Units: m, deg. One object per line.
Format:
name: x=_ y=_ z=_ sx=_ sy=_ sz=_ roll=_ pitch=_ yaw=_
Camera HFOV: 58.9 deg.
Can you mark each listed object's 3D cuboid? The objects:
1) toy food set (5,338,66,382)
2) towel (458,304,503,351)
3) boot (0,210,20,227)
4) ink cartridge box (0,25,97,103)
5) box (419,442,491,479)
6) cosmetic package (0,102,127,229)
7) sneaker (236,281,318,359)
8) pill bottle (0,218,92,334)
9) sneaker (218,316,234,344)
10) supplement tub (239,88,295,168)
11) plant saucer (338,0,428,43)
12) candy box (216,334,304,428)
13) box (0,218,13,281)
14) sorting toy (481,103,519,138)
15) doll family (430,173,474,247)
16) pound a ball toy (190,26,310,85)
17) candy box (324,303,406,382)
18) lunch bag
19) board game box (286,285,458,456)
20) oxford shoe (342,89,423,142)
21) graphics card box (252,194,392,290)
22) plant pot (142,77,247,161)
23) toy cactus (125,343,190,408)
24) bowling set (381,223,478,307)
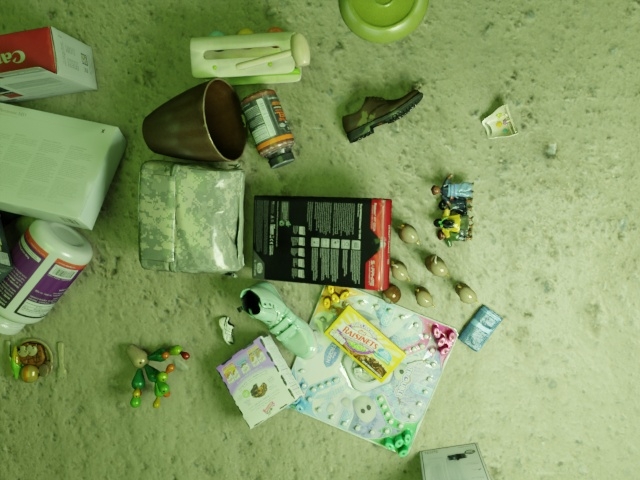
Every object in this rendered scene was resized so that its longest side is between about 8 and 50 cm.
toy food set: x=-0.855 y=0.357 z=1.682 sx=0.192 sy=0.038 sz=0.132 roll=-1 pitch=94 yaw=6
towel: x=0.431 y=0.238 z=1.532 sx=0.067 sy=0.029 sz=0.119 roll=36 pitch=97 yaw=4
boot: x=-0.924 y=-0.159 z=1.632 sx=0.178 sy=0.085 sz=0.236 roll=-23 pitch=98 yaw=5
ink cartridge box: x=-0.807 y=-0.463 z=1.501 sx=0.309 sy=0.272 sz=0.130 roll=-7 pitch=93 yaw=6
box: x=0.347 y=0.626 z=1.439 sx=0.169 sy=0.290 sz=0.087 roll=-12 pitch=92 yaw=6
cosmetic package: x=-0.763 y=-0.207 z=1.549 sx=0.377 sy=0.097 sz=0.284 roll=13 pitch=71 yaw=5
sneaker: x=-0.120 y=0.224 z=1.510 sx=0.094 sy=0.151 sz=0.256 roll=-45 pitch=76 yaw=16
pill bottle: x=-0.803 y=0.104 z=1.587 sx=0.181 sy=0.181 sz=0.323 roll=42 pitch=97 yaw=2
sneaker: x=-0.259 y=0.256 z=1.611 sx=0.037 sy=0.032 sz=0.083 roll=-20 pitch=92 yaw=8
supplement tub: x=-0.135 y=-0.296 z=1.521 sx=0.106 sy=0.106 sz=0.198 roll=-21 pitch=92 yaw=7
plant saucer: x=0.166 y=-0.646 z=1.496 sx=0.241 sy=0.037 sz=0.241 roll=1 pitch=94 yaw=7
candy box: x=-0.166 y=0.387 z=1.561 sx=0.165 sy=0.070 sz=0.196 roll=-36 pitch=76 yaw=14
box: x=-0.932 y=0.046 z=1.539 sx=0.183 sy=0.059 sz=0.233 roll=-43 pitch=56 yaw=12
sorting toy: x=0.467 y=-0.303 z=1.486 sx=0.075 sy=0.045 sz=0.083 roll=-21 pitch=92 yaw=15
doll family: x=0.348 y=-0.078 z=1.501 sx=0.111 sy=0.076 sz=0.193 roll=1 pitch=89 yaw=11
pound a ball toy: x=-0.175 y=-0.489 z=1.460 sx=0.319 sy=0.208 sz=0.136 roll=-2 pitch=94 yaw=7
candy box: x=0.120 y=0.276 z=1.521 sx=0.206 sy=0.027 sz=0.105 roll=40 pitch=94 yaw=2
lunch bag: x=-0.327 y=-0.057 z=1.505 sx=0.256 sy=0.212 sz=0.305 roll=4 pitch=95 yaw=7
board game box: x=0.129 y=0.355 z=1.565 sx=0.390 sy=0.050 sz=0.390 roll=22 pitch=96 yaw=5
oxford shoe: x=0.160 y=-0.350 z=1.496 sx=0.227 sy=0.083 sz=0.096 roll=-25 pitch=87 yaw=7
graphics card box: x=0.000 y=0.000 z=1.483 sx=0.371 sy=0.094 sz=0.233 roll=3 pitch=95 yaw=23
plant pot: x=-0.348 y=-0.302 z=1.511 sx=0.230 sy=0.215 sz=0.215 roll=-6 pitch=94 yaw=22
toy cactus: x=-0.482 y=0.365 z=1.624 sx=0.180 sy=0.112 sz=0.219 roll=40 pitch=100 yaw=21
bowling set: x=0.254 y=0.111 z=1.479 sx=0.287 sy=0.154 sz=0.200 roll=43 pitch=96 yaw=2
